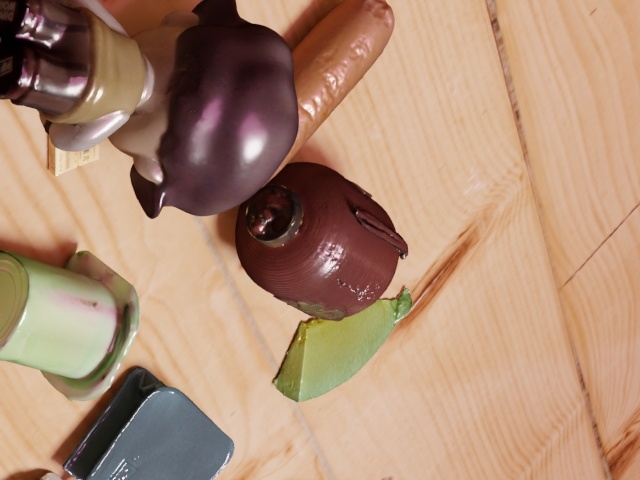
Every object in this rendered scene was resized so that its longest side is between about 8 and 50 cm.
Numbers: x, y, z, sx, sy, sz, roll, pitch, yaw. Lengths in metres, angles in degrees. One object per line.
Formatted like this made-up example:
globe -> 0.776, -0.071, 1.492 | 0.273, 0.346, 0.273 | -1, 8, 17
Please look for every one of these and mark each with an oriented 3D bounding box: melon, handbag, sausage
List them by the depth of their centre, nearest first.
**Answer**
sausage -> -0.019, -0.173, 1.936 | 0.289, 0.086, 0.086 | -51, 146, -10
handbag -> -0.212, 0.273, 2.066 | 0.179, 0.062, 0.229 | -54, 146, -13
melon -> 0.033, 0.130, 2.302 | 0.261, 0.053, 0.114 | -30, 120, -39

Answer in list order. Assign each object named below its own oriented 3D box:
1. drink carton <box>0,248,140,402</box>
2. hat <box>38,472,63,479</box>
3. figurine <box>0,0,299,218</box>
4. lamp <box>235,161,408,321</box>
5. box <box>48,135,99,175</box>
drink carton -> -0.295, 0.082, 1.759 | 0.142, 0.144, 0.146 | 22, 99, -50
hat -> -0.363, 0.394, 1.975 | 0.219, 0.164, 0.226 | 56, 28, -27
figurine -> -0.189, -0.143, 1.683 | 0.365, 0.218, 0.206 | 8, 154, -35
lamp -> 0.000, 0.000, 2.017 | 0.180, 0.180, 0.258 | -57, 148, -1
box -> -0.259, -0.118, 1.745 | 0.058, 0.015, 0.093 | -25, 135, -37
